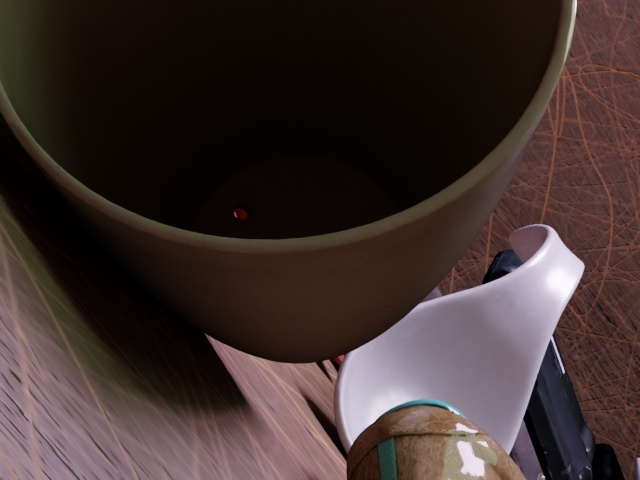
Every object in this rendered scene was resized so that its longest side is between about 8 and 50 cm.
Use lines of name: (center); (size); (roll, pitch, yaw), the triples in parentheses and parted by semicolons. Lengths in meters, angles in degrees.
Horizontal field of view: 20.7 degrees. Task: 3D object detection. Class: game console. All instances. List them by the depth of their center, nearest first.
game console: (0.205, 0.175, 1.438); (0.213, 0.044, 0.361); (-65, 136, -69)

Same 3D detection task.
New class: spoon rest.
spoon rest: (0.109, 0.077, 1.248); (0.137, 0.276, 0.084); (47, -38, -5)

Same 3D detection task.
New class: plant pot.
plant pot: (-0.015, -0.051, 0.866); (0.256, 0.256, 0.274); (55, -13, 23)

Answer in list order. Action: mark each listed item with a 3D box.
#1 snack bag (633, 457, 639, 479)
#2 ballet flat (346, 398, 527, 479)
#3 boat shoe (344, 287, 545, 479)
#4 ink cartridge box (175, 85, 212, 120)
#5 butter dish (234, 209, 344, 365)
snack bag: (0.342, 0.405, 1.579); (0.342, 0.037, 0.323); (63, 17, -55)
ballet flat: (0.131, 0.237, 0.998); (0.342, 0.116, 0.124); (52, 23, -24)
boat shoe: (0.153, 0.192, 1.541); (0.355, 0.130, 0.132); (54, 3, 8)
ink cartridge box: (-0.149, -0.140, 1.021); (0.190, 0.082, 0.139); (55, 1, -8)
butter dish: (0.000, 0.000, 1.461); (0.160, 0.118, 0.160); (52, 2, -24)
